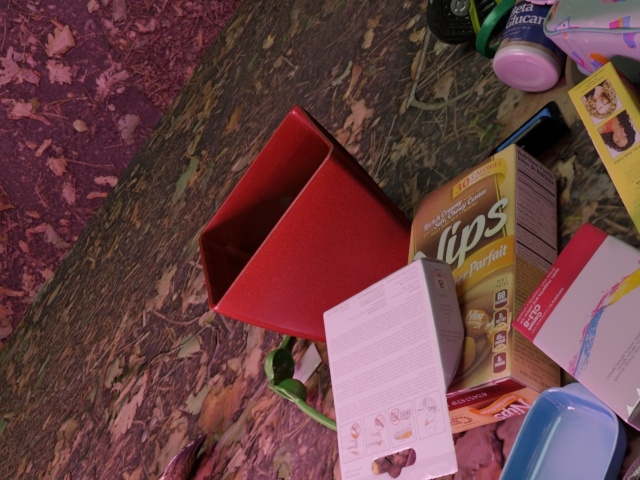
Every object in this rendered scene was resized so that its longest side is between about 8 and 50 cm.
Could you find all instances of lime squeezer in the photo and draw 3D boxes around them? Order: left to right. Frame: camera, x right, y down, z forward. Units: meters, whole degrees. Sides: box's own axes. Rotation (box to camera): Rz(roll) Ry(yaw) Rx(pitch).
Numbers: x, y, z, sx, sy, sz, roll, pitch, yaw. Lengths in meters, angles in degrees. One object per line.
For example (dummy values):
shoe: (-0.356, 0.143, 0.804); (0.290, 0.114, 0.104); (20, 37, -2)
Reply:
lime squeezer: (-0.029, 0.207, 1.202); (0.110, 0.059, 0.310); (-22, 36, 2)

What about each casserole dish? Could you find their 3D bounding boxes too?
casserole dish: (0.229, 0.230, 0.749); (0.114, 0.037, 0.188); (13, 76, 62)

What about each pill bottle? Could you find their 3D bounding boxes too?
pill bottle: (0.311, -0.304, 1.103); (0.094, 0.094, 0.169); (-7, 56, 57)

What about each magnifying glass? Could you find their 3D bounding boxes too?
magnifying glass: (0.320, -0.372, 1.188); (0.231, 0.092, 0.026); (-46, 63, 2)

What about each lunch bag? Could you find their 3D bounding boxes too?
lunch bag: (0.397, -0.278, 0.833); (0.224, 0.108, 0.279); (-55, 29, -5)

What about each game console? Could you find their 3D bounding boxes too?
game console: (0.260, -0.136, 1.047); (0.122, 0.107, 0.071); (-43, 59, 29)

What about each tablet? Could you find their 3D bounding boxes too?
tablet: (-0.029, 0.207, 1.247); (0.083, 0.006, 0.054); (-52, 27, 11)

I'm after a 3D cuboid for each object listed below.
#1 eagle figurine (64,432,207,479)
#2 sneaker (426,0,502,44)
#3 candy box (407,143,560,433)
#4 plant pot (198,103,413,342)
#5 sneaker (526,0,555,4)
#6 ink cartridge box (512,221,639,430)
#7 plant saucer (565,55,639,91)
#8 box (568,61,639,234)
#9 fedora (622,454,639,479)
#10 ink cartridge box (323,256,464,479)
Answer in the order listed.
eagle figurine: (-0.303, 0.470, 1.293); (0.298, 0.225, 0.226); (-18, 84, 11)
sneaker: (0.307, -0.493, 1.302); (0.385, 0.145, 0.147); (-59, -4, 6)
candy box: (0.189, 0.059, 0.943); (0.183, 0.087, 0.316); (-31, 39, 44)
plant pot: (0.000, 0.000, 1.146); (0.267, 0.235, 0.267); (-52, 23, 11)
sneaker: (0.318, -0.351, 1.020); (0.162, 0.073, 0.063); (22, 73, 37)
ink cartridge box: (0.291, 0.089, 0.697); (0.127, 0.128, 0.176); (-56, 26, 7)
plant saucer: (0.420, -0.259, 0.936); (0.278, 0.041, 0.278); (-41, 31, 31)
box: (0.334, -0.074, 0.799); (0.058, 0.087, 0.232); (-38, 43, 30)
fedora: (0.318, 0.233, 0.509); (0.244, 0.124, 0.275); (-61, 19, -10)
ink cartridge box: (0.087, 0.160, 0.891); (0.189, 0.066, 0.232); (-34, 58, 45)
